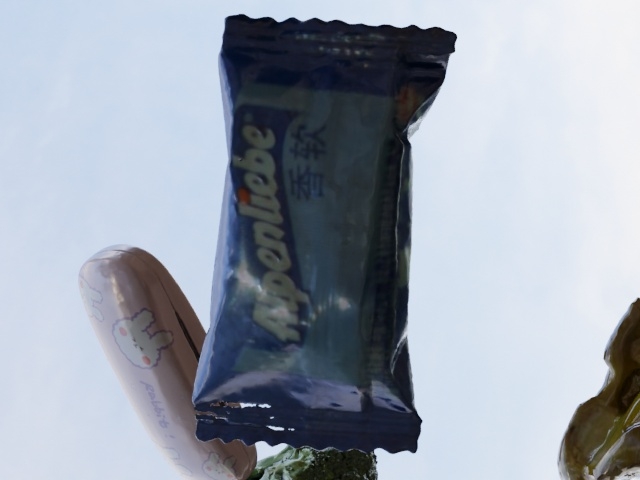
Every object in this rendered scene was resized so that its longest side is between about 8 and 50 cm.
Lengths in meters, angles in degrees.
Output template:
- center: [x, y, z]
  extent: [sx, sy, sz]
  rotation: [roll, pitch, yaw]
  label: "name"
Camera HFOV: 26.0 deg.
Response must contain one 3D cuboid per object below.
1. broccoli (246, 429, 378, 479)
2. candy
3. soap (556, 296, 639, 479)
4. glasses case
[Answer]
- center: [-0.035, 0.345, 1.631]
  extent: [0.265, 0.245, 0.294]
  rotation: [62, -147, -51]
  label: "broccoli"
- center: [0.000, 0.000, 1.039]
  extent: [0.077, 0.187, 0.331]
  rotation: [-18, -68, -77]
  label: "candy"
- center: [0.363, 0.089, 0.850]
  extent: [0.169, 0.338, 0.304]
  rotation: [25, -90, -57]
  label: "soap"
- center: [-0.160, 0.138, 1.460]
  extent: [0.075, 0.113, 0.297]
  rotation: [-44, -63, -42]
  label: "glasses case"
